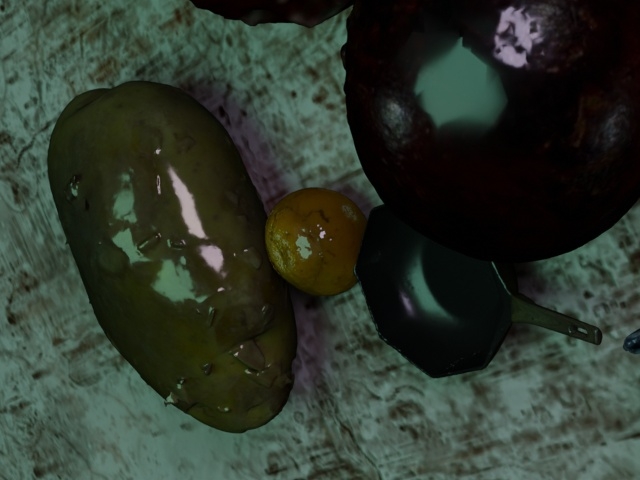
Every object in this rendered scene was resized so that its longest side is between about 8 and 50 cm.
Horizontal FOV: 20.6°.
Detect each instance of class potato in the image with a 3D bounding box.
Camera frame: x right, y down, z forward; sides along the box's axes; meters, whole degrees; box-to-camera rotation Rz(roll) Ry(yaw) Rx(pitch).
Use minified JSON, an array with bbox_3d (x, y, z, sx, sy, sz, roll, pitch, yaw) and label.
[{"bbox_3d":[-0.114,0.012,1.354,0.191,0.141,0.296,-32,86,54],"label":"potato"}]

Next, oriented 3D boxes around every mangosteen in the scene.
[{"bbox_3d":[0.143,-0.093,0.999,0.261,0.235,0.235,8,118,7],"label":"mangosteen"}]

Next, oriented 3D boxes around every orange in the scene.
[{"bbox_3d":[0.000,0.000,1.279,0.083,0.070,0.083,37,137,45],"label":"orange"}]

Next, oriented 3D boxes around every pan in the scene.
[{"bbox_3d":[0.112,0.046,1.197,0.202,0.048,0.128,39,133,30],"label":"pan"}]

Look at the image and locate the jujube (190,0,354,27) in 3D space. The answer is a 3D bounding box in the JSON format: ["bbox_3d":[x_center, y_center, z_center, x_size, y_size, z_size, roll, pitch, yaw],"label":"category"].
[{"bbox_3d":[-0.060,-0.276,1.006,0.258,0.258,0.377,24,167,38],"label":"jujube"}]

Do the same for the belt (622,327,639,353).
[{"bbox_3d":[0.276,0.057,0.967,0.218,0.128,0.122,-39,79,49],"label":"belt"}]
